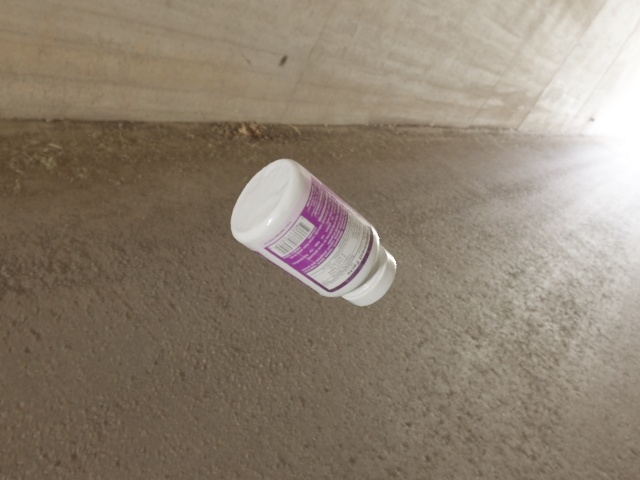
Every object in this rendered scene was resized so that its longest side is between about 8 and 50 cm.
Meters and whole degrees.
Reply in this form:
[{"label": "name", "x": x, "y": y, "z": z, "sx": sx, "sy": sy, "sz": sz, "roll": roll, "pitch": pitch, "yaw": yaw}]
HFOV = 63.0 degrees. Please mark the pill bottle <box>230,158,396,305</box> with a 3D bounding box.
[{"label": "pill bottle", "x": 0.000, "y": 0.000, "z": 0.954, "sx": 0.301, "sy": 0.169, "sz": 0.169, "roll": 37, "pitch": 19, "yaw": -33}]
